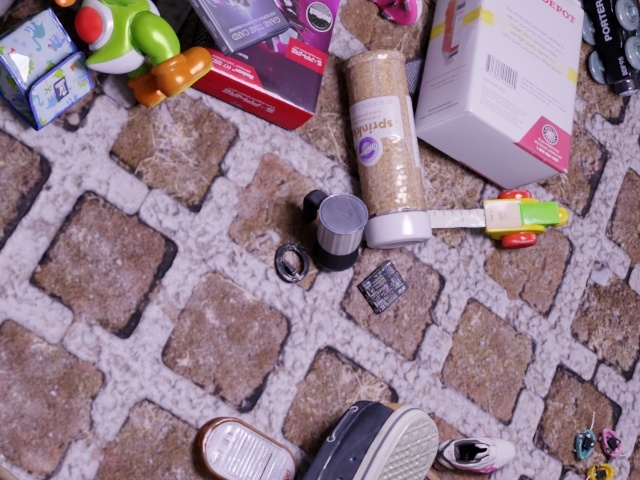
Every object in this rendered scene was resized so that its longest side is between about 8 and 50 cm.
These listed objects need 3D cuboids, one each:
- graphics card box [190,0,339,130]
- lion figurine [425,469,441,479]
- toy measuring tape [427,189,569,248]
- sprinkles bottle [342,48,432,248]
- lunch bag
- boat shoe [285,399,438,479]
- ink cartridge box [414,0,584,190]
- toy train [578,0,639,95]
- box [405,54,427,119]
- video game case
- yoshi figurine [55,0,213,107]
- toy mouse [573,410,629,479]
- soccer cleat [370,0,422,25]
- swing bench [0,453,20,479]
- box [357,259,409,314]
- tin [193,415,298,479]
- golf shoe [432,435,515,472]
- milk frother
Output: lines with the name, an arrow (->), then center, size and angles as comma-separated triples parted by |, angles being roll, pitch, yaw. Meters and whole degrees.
graphics card box -> -0.090, -0.411, 1.898 | 0.233, 0.094, 0.370 | 22, 68, -24
lion figurine -> 0.190, 0.544, 1.834 | 0.240, 0.142, 0.392 | 30, 62, -30
toy measuring tape -> 0.322, -0.037, 2.075 | 0.330, 0.121, 0.121 | -3, 81, -8
sprinkles bottle -> 0.122, -0.166, 1.953 | 0.121, 0.121, 0.355 | -3, 80, -31
lunch bag -> -0.442, -0.266, 1.666 | 0.129, 0.096, 0.151 | -46, 119, -32
boat shoe -> 0.002, 0.467, 1.716 | 0.500, 0.156, 0.187 | -55, 135, -18
ink cartridge box -> 0.356, -0.335, 2.076 | 0.279, 0.160, 0.384 | 26, 63, -30
toy train -> 0.664, -0.483, 2.335 | 0.190, 0.142, 0.333 | -12, 86, -41
box -> 0.203, -0.301, 2.083 | 0.162, 0.029, 0.116 | -20, 91, -31
video game case -> -0.174, -0.443, 1.744 | 0.274, 0.026, 0.196 | 58, 35, -5
yoshi figurine -> -0.320, -0.404, 1.693 | 0.204, 0.203, 0.362 | -35, 111, 10
toy mouse -> 0.555, 0.414, 2.134 | 0.161, 0.031, 0.143 | -10, 85, -32
soccer cleat -> 0.120, -0.578, 2.041 | 0.143, 0.116, 0.331 | -38, 99, -30
swing bench -> -0.455, 0.470, 1.460 | 0.255, 0.165, 0.253 | 44, 62, -9
box -> 0.116, 0.085, 1.955 | 0.083, 0.018, 0.067 | -41, 101, -30
tin -> -0.121, 0.364, 1.749 | 0.190, 0.040, 0.106 | 34, 69, -20
golf shoe -> 0.295, 0.396, 1.955 | 0.186, 0.086, 0.067 | 2, 77, -31
milk frother -> 0.000, 0.000, 1.837 | 0.129, 0.134, 0.143 | 26, 60, 10
